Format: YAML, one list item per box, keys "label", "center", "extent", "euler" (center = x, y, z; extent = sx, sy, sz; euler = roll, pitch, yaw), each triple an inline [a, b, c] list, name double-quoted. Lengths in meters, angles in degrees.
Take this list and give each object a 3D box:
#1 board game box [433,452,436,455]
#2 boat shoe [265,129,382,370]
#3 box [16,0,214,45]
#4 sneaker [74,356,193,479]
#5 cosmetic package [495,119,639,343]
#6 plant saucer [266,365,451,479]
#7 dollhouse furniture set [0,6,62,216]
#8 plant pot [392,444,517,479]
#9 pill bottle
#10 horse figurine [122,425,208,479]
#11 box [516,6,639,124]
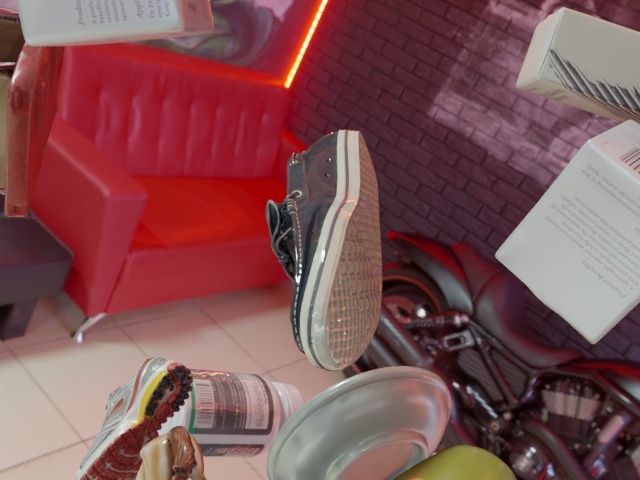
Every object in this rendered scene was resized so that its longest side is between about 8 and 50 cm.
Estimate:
- label: "board game box"
  center: [0.242, 0.546, 1.477]
  extent: [0.168, 0.033, 0.133]
  euler: [-31, 44, -21]
- label: "boat shoe"
  center: [0.000, 0.000, 0.987]
  extent: [0.155, 0.187, 0.500]
  euler: [-12, 36, 14]
- label: "box"
  center: [-0.115, -0.164, 0.367]
  extent: [0.087, 0.101, 0.102]
  euler: [-5, 16, 1]
- label: "sneaker"
  center: [-0.289, 0.278, 0.996]
  extent: [0.092, 0.225, 0.088]
  euler: [17, -28, 41]
- label: "cosmetic package"
  center: [0.335, -0.013, 0.754]
  extent: [0.151, 0.184, 0.151]
  euler: [46, 41, 19]
- label: "plant saucer"
  center: [0.096, 0.419, 1.287]
  extent: [0.400, 0.401, 0.101]
  euler: [13, 30, -33]
- label: "dollhouse furniture set"
  center: [-0.331, -0.022, 0.517]
  extent: [0.201, 0.374, 0.152]
  euler: [9, 40, -19]
- label: "plant pot"
  center: [0.158, 0.406, 0.846]
  extent: [0.274, 0.275, 0.293]
  euler: [33, 30, 16]
- label: "pill bottle"
  center: [-0.227, 0.424, 1.598]
  extent: [0.360, 0.204, 0.204]
  euler: [16, 23, -38]
- label: "horse figurine"
  center: [-0.174, 0.290, 0.722]
  extent: [0.066, 0.263, 0.174]
  euler: [5, 37, -31]
- label: "box"
  center: [0.405, -0.202, 0.839]
  extent: [0.275, 0.094, 0.113]
  euler: [18, 7, 1]
